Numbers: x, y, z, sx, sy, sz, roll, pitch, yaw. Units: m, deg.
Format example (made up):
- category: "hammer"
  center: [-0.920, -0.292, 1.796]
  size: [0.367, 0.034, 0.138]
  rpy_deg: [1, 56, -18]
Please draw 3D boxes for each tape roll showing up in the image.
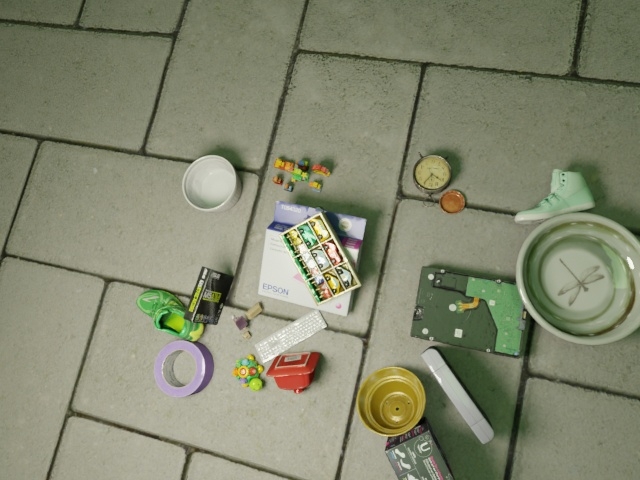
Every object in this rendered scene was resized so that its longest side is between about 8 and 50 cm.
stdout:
- category: "tape roll"
  center: [-0.472, 0.442, 1.725]
  size: [0.189, 0.080, 0.189]
  rpy_deg: [-2, 79, 11]

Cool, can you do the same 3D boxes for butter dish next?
- category: "butter dish"
  center: [-0.080, 0.443, 1.627]
  size: [0.160, 0.160, 0.118]
  rpy_deg: [-8, 101, 11]

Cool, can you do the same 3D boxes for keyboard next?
- category: "keyboard"
  center: [-0.103, 0.327, 1.709]
  size: [0.256, 0.014, 0.072]
  rpy_deg: [-31, 75, 4]

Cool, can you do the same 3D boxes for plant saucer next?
- category: "plant saucer"
  center: [0.789, 0.117, 1.518]
  size: [0.400, 0.100, 0.400]
  rpy_deg: [-1, 77, 4]
- category: "plant saucer"
  center: [0.447, -0.129, 1.691]
  size: [0.083, 0.013, 0.083]
  rpy_deg: [-2, 78, 10]

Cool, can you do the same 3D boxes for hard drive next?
- category: "hard drive"
  center: [0.473, 0.226, 1.589]
  size: [0.339, 0.064, 0.237]
  rpy_deg: [9, 81, 14]

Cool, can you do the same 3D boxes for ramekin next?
- category: "ramekin"
  center: [-0.388, -0.196, 1.821]
  size: [0.207, 0.109, 0.207]
  rpy_deg: [-2, 78, 11]

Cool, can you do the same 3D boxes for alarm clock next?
- category: "alarm clock"
  center: [0.377, -0.204, 1.694]
  size: [0.129, 0.064, 0.192]
  rpy_deg: [7, 78, 12]

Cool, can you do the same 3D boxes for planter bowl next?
- category: "planter bowl"
  center: [0.229, 0.512, 1.550]
  size: [0.217, 0.090, 0.217]
  rpy_deg: [-14, 49, 17]

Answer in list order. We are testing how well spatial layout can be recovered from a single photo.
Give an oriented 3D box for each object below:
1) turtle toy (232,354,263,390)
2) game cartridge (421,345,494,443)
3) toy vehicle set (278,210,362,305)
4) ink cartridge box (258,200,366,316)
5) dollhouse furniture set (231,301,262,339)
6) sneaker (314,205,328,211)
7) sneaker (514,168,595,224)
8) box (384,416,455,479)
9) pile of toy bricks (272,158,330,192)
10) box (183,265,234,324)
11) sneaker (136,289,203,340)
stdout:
- category: "turtle toy"
  center: [-0.243, 0.454, 1.684]
  size: [0.095, 0.066, 0.130]
  rpy_deg: [-46, 74, 0]
- category: "game cartridge"
  center: [0.410, 0.450, 1.488]
  size: [0.062, 0.198, 0.297]
  rpy_deg: [-35, 75, 2]
- category: "toy vehicle set"
  center: [0.000, 0.059, 1.597]
  size: [0.166, 0.035, 0.267]
  rpy_deg: [-29, 91, 19]
- category: "ink cartridge box"
  center: [-0.033, 0.059, 1.660]
  size: [0.324, 0.071, 0.330]
  rpy_deg: [12, 106, 14]
- category: "dollhouse furniture set"
  center: [-0.254, 0.271, 1.753]
  size: [0.114, 0.091, 0.081]
  rpy_deg: [-39, 31, -21]
- category: "sneaker"
  center: [0.000, 0.000, 1.713]
  size: [0.090, 0.095, 0.235]
  rpy_deg: [-8, 80, 8]
- category: "sneaker"
  center: [0.730, -0.143, 1.595]
  size: [0.256, 0.094, 0.151]
  rpy_deg: [-14, 82, -2]
- category: "box"
  center: [0.290, 0.634, 1.448]
  size: [0.142, 0.247, 0.163]
  rpy_deg: [-28, 76, 4]
- category: "pile of toy bricks"
  center: [-0.083, -0.237, 1.770]
  size: [0.212, 0.105, 0.118]
  rpy_deg: [16, 83, 14]
- category: "box"
  center: [-0.378, 0.192, 1.699]
  size: [0.045, 0.190, 0.184]
  rpy_deg: [19, 82, 17]
- category: "sneaker"
  center: [-0.541, 0.252, 1.746]
  size: [0.295, 0.123, 0.109]
  rpy_deg: [24, 86, 25]
